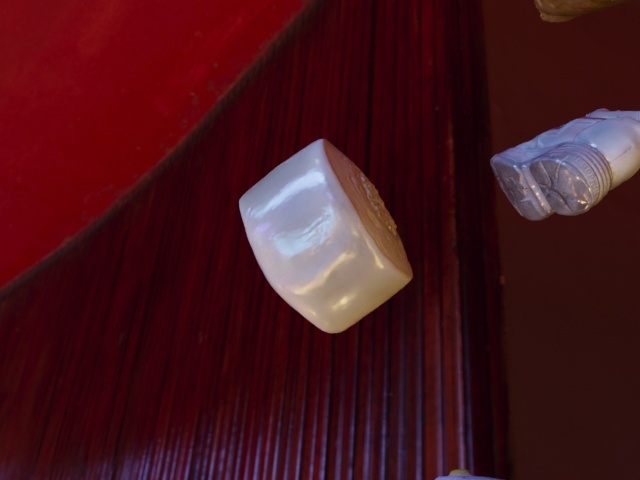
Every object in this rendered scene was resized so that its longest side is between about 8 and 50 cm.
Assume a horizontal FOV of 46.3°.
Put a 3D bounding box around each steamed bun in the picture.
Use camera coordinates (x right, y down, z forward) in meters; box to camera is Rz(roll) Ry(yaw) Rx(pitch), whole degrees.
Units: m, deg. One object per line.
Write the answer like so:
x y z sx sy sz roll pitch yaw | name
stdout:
0.000 0.000 1.058 0.200 0.250 0.155 -34 173 16 | steamed bun

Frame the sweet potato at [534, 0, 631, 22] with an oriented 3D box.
0.315 -0.322 0.708 0.157 0.158 0.369 11 177 -8 | sweet potato

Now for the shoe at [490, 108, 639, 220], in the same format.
0.428 -0.135 1.249 0.210 0.132 0.342 -32 -173 -6 | shoe

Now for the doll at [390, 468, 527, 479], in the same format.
0.102 0.212 0.459 0.161 0.130 0.290 -22 143 37 | doll
